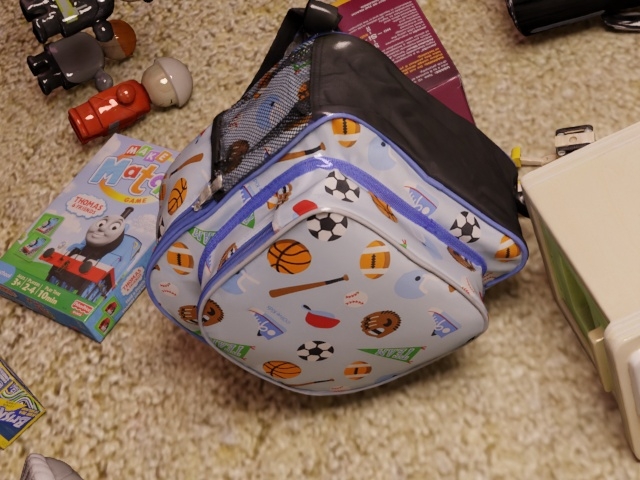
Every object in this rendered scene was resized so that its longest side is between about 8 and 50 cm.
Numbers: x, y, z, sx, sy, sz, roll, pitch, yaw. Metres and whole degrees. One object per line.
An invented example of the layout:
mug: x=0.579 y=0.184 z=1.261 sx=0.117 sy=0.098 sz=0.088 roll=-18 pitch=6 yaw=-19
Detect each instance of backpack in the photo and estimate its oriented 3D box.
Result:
backpack: x=0.000 y=0.000 z=0.873 sx=0.263 sy=0.276 sz=0.213 roll=-30 pitch=35 yaw=37

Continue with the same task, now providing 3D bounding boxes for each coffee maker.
coffee maker: x=0.260 y=-0.274 z=1.052 sx=0.178 sy=0.171 sz=0.120 roll=-11 pitch=63 yaw=18

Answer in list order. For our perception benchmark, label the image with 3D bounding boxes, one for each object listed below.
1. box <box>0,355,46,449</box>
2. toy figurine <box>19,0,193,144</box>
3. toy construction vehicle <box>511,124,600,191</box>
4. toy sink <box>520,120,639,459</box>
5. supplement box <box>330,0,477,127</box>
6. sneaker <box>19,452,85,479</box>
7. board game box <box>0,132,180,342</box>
box: x=-0.328 y=0.120 z=1.046 sx=0.054 sy=0.059 sz=0.169 roll=-44 pitch=47 yaw=-13
toy figurine: x=-0.250 y=-0.238 z=1.232 sx=0.148 sy=0.213 sz=0.209 roll=-29 pitch=41 yaw=-15
toy construction vehicle: x=0.215 y=-0.054 z=0.975 sx=0.098 sy=0.035 sz=0.085 roll=-9 pitch=58 yaw=21
toy sink: x=0.248 y=0.053 z=0.775 sx=0.131 sy=0.152 sz=0.234 roll=-25 pitch=45 yaw=2
supplement box: x=0.082 y=-0.158 z=1.076 sx=0.081 sy=0.104 sz=0.188 roll=-24 pitch=44 yaw=4
sneaker: x=-0.159 y=0.250 z=0.839 sx=0.281 sy=0.115 sz=0.105 roll=29 pitch=105 yaw=54
board game box: x=-0.215 y=-0.010 z=1.127 sx=0.160 sy=0.039 sz=0.211 roll=18 pitch=59 yaw=36
